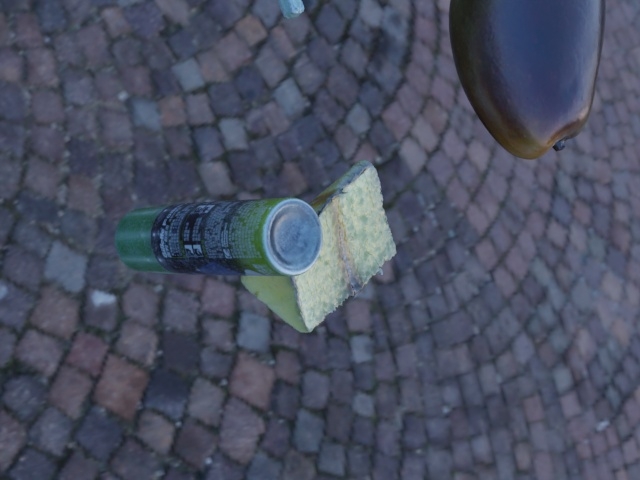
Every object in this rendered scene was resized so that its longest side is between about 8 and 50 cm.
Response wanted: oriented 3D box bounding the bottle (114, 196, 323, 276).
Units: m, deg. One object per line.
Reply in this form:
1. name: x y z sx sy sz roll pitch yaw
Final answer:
1. bottle: -0.136 -0.003 1.583 0.093 0.330 0.093 0 89 -40

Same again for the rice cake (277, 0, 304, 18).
1. rice cake: -0.077 -0.461 2.077 0.033 0.033 0.208 -20 89 -45

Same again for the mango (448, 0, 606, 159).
1. mango: 0.174 -0.199 1.078 0.133 0.111 0.268 6 70 -3

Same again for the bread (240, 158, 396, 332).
1. bread: 0.000 0.000 1.922 0.266 0.141 0.178 -44 144 -47
